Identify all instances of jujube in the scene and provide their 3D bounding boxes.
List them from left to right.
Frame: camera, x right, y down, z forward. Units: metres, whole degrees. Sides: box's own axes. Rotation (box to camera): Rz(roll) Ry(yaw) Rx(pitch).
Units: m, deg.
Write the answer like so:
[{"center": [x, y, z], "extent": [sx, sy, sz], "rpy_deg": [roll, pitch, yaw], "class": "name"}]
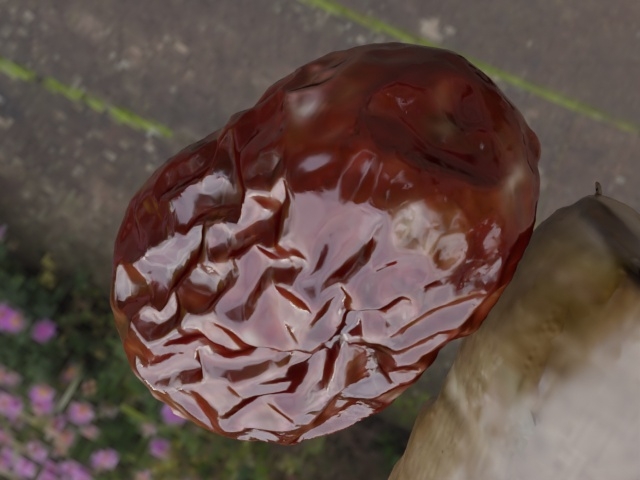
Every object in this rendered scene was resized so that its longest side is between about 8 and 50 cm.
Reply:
[{"center": [0.000, 0.000, 0.805], "extent": [0.155, 0.155, 0.230], "rpy_deg": [35, 146, -8], "class": "jujube"}]

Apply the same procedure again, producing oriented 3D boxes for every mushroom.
[{"center": [0.142, 0.190, 0.974], "extent": [0.224, 0.314, 0.397], "rpy_deg": [42, 106, 25], "class": "mushroom"}]
